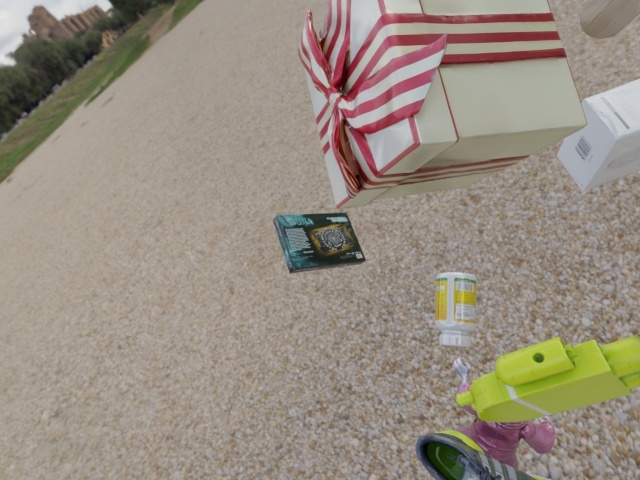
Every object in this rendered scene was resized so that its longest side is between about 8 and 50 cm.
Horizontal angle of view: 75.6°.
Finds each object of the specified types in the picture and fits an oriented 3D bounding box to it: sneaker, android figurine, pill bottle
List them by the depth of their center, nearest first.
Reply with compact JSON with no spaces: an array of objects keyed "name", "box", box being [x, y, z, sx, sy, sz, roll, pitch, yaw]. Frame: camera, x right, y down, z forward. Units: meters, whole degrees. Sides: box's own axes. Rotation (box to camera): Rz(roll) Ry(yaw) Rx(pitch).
[{"name":"android figurine","box":[0.338,0.210,0.605,0.273,0.248,0.056,-31,47,30]},{"name":"sneaker","box":[0.281,0.409,0.671,0.300,0.121,0.111,10,75,47]},{"name":"pill bottle","box":[0.400,0.206,1.221,0.118,0.118,0.208,-7,72,41]}]

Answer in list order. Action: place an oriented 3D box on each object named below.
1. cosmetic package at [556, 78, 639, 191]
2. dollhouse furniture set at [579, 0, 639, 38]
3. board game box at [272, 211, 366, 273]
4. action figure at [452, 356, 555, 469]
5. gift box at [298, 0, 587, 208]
[{"name":"cosmetic package","box":[0.752,-0.266,1.014,0.225,0.224,0.138,-19,62,4]},{"name":"dollhouse furniture set","box":[0.459,-0.502,0.754,0.362,0.394,0.256,-26,-18,-34]},{"name":"board game box","box":[0.000,0.000,0.881,0.026,0.186,0.126,-44,58,47]},{"name":"action figure","box":[0.372,0.446,0.928,0.248,0.370,0.276,18,31,30]},{"name":"gift box","box":[0.121,-0.199,0.500,0.258,0.255,0.276,-10,-13,-18]}]
